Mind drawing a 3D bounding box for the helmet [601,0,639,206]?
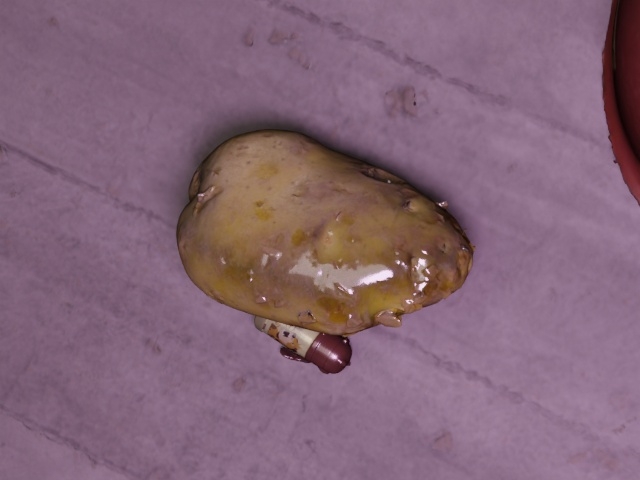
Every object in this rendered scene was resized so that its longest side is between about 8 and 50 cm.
[{"bbox_3d":[0.385,-0.161,1.599,0.338,0.230,0.385,19,95,18],"label":"helmet"}]

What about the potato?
[{"bbox_3d":[0.000,0.000,1.766,0.296,0.141,0.191,15,53,25],"label":"potato"}]

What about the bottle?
[{"bbox_3d":[-0.014,0.092,1.831,0.101,0.063,0.047,36,68,13],"label":"bottle"}]
